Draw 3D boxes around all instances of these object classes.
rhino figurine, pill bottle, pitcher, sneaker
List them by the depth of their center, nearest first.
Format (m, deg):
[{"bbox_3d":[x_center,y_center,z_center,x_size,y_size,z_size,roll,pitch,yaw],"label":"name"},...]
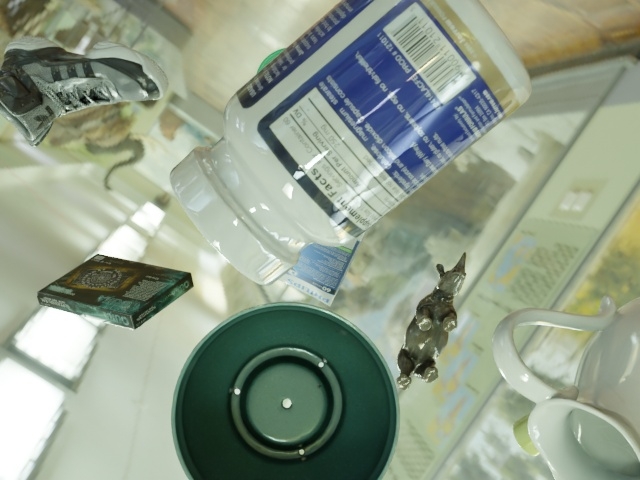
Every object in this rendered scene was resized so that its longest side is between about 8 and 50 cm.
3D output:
[{"bbox_3d":[0.232,0.099,0.692,0.178,0.207,0.125,55,140,6],"label":"pitcher"},{"bbox_3d":[0.019,-0.091,0.722,0.153,0.264,0.153,50,-170,-12],"label":"pill bottle"},{"bbox_3d":[-0.359,-0.205,1.316,0.268,0.153,0.101,11,149,17],"label":"sneaker"},{"bbox_3d":[0.190,0.129,1.515,0.073,0.243,0.106,21,-172,0],"label":"rhino figurine"}]

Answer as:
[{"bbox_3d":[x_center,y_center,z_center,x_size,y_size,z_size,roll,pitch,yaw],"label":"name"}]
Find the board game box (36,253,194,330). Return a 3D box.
[{"bbox_3d":[-0.289,0.069,1.285,0.186,0.126,0.026,10,121,32],"label":"board game box"}]

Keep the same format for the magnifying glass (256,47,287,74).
[{"bbox_3d":[0.027,-0.181,1.104,0.231,0.092,0.026,11,-170,23],"label":"magnifying glass"}]

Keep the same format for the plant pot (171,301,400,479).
[{"bbox_3d":[-0.046,0.233,1.260,0.293,0.293,0.196,35,175,2],"label":"plant pot"}]

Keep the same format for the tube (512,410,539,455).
[{"bbox_3d":[0.389,0.238,1.345,0.062,0.240,0.070,47,-147,1],"label":"tube"}]

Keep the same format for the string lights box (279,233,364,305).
[{"bbox_3d":[0.000,0.000,1.599,0.133,0.077,0.260,26,145,2],"label":"string lights box"}]
